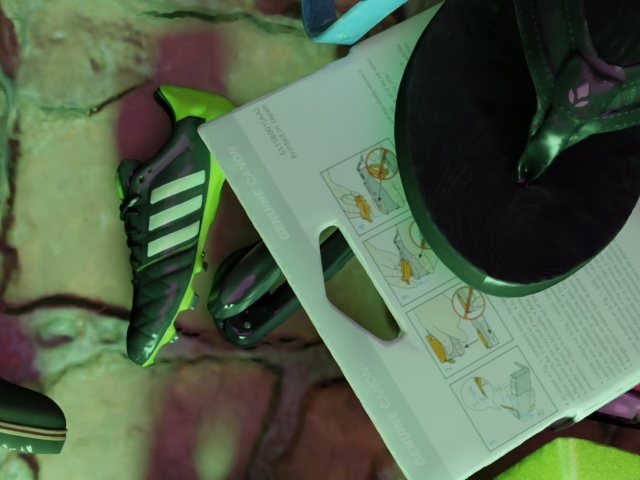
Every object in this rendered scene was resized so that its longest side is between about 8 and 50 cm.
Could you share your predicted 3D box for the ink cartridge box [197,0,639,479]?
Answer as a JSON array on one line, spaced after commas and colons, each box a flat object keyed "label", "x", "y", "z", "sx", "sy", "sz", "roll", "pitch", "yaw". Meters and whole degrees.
[{"label": "ink cartridge box", "x": 0.086, "y": -0.001, "z": 1.060, "sx": 0.239, "sy": 0.060, "sz": 0.275, "roll": -28, "pitch": 80, "yaw": -18}]

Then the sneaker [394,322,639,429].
[{"label": "sneaker", "x": 0.188, "y": 0.061, "z": 1.144, "sx": 0.279, "sy": 0.107, "sz": 0.118, "roll": 17, "pitch": 84, "yaw": -21}]

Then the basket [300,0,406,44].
[{"label": "basket", "x": 0.041, "y": -0.277, "z": 0.975, "sx": 0.201, "sy": 0.255, "sz": 0.289, "roll": 5, "pitch": 82, "yaw": -23}]

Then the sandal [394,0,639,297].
[{"label": "sandal", "x": 0.185, "y": -0.166, "z": 1.051, "sx": 0.167, "sy": 0.107, "sz": 0.446, "roll": 32, "pitch": 65, "yaw": -2}]

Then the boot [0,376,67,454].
[{"label": "boot", "x": -0.226, "y": 0.039, "z": 1.007, "sx": 0.198, "sy": 0.077, "sz": 0.137, "roll": 24, "pitch": 82, "yaw": -22}]

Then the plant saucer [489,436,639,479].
[{"label": "plant saucer", "x": 0.188, "y": 0.202, "z": 1.113, "sx": 0.188, "sy": 0.188, "sz": 0.045, "roll": 16, "pitch": 57, "yaw": -21}]

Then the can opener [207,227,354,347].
[{"label": "can opener", "x": 0.000, "y": 0.000, "z": 1.092, "sx": 0.186, "sy": 0.073, "sz": 0.059, "roll": -39, "pitch": 99, "yaw": -22}]

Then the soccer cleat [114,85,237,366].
[{"label": "soccer cleat", "x": -0.102, "y": -0.011, "z": 1.057, "sx": 0.072, "sy": 0.060, "sz": 0.179, "roll": 18, "pitch": 82, "yaw": -11}]
